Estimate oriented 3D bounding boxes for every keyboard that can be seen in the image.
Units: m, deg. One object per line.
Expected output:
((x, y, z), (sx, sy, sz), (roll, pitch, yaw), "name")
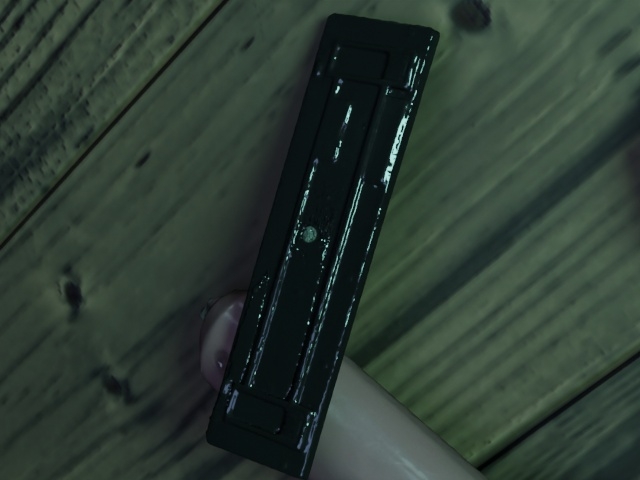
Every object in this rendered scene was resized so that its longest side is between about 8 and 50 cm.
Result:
((0.000, 0.000, 0.638), (0.061, 0.013, 0.204), (15, 87, 38), "keyboard")

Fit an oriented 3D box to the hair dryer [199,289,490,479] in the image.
((0.057, 0.152, 0.650), (0.352, 0.125, 0.210), (41, 120, 25), "hair dryer")
